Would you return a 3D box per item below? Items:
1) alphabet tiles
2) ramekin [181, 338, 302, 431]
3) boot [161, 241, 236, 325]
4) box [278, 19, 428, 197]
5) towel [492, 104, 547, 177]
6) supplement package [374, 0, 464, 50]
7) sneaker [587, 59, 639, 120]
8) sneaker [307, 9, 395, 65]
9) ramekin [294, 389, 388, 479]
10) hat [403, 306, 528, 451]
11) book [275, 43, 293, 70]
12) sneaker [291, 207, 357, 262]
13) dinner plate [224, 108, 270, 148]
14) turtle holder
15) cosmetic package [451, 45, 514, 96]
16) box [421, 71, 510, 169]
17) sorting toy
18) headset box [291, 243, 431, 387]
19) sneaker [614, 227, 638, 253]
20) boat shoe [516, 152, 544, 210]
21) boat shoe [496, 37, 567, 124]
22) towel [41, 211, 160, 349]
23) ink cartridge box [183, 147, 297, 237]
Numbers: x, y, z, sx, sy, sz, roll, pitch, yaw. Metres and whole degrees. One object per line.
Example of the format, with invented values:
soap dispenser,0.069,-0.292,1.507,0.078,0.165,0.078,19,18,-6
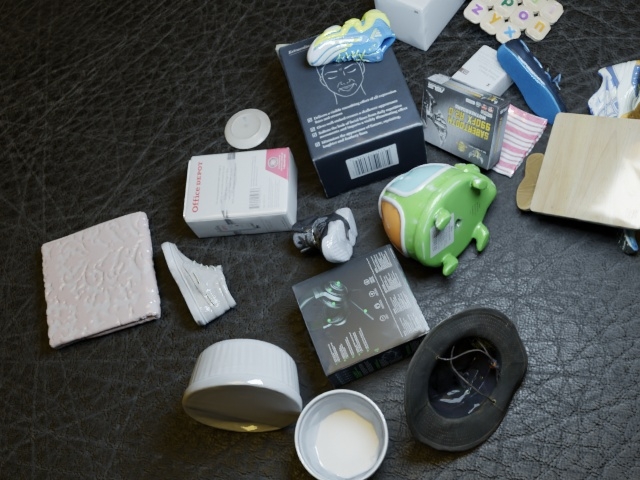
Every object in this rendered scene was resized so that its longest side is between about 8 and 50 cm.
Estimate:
alphabet tiles,0.552,-0.697,1.988,0.284,0.021,0.278,36,77,5
ramekin,-0.174,0.331,1.578,0.273,0.272,0.127,-6,52,10
boot,-0.318,0.093,1.821,0.123,0.095,0.258,-28,70,-8
box,0.087,-0.364,1.873,0.294,0.212,0.395,-18,63,4
towel,0.496,-0.274,1.841,0.144,0.029,0.197,31,75,24
supplement package,0.312,-0.744,2.024,0.175,0.177,0.293,31,74,23
sneaker,0.753,-0.320,1.780,0.131,0.112,0.296,6,71,46
sneaker,0.087,-0.500,1.768,0.240,0.091,0.126,-34,63,-6
ramekin,0.052,0.447,1.547,0.207,0.109,0.207,-4,65,8
hat,0.293,0.291,1.538,0.331,0.331,0.134,-44,25,-10
book,-0.067,-0.518,2.018,0.096,0.144,0.035,3,66,13
sneaker,0.000,0.000,1.726,0.153,0.268,0.101,-14,105,16
dinner plate,-0.218,-0.334,2.037,0.141,0.017,0.141,-5,62,10
turtle holder,0.288,-0.095,1.687,0.227,0.243,0.320,28,79,39
cosmetic package,0.420,-0.415,1.896,0.117,0.085,0.231,38,77,26
box,0.366,-0.311,1.781,0.056,0.183,0.231,-31,49,-32
sorting toy,0.668,-0.159,1.644,0.256,0.089,0.257,14,83,34
headset box,0.093,0.186,1.653,0.283,0.131,0.246,-24,63,0
sneaker,0.749,-0.045,1.657,0.073,0.063,0.162,-1,65,9
boat shoe,0.544,-0.140,1.749,0.063,0.059,0.170,4,61,38
boat shoe,0.578,-0.429,1.817,0.089,0.109,0.258,-39,99,-23
towel,-0.603,0.107,1.890,0.317,0.053,0.331,-19,62,4
ink cartridge box,-0.213,-0.129,1.879,0.283,0.117,0.207,-4,64,10
